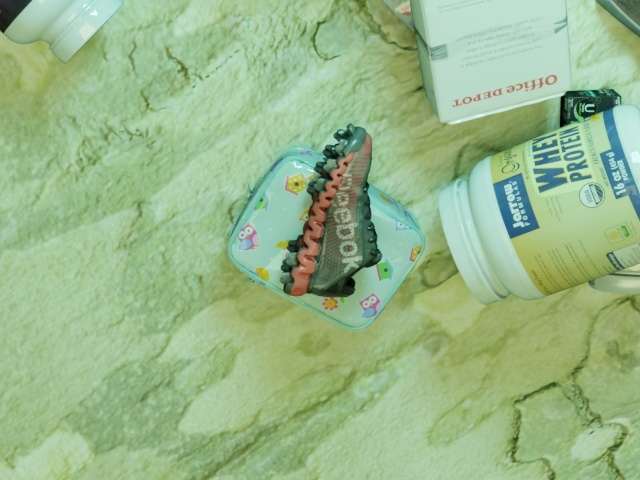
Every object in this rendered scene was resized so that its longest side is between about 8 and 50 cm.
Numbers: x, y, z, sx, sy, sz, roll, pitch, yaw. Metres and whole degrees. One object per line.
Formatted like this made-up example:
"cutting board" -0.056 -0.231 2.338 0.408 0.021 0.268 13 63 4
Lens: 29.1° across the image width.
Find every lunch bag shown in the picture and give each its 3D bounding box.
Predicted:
"lunch bag" 0.144 -0.354 1.829 0.083 0.053 0.071 39 105 -23
"lunch bag" 0.000 0.000 1.913 0.279 0.108 0.224 31 106 -10

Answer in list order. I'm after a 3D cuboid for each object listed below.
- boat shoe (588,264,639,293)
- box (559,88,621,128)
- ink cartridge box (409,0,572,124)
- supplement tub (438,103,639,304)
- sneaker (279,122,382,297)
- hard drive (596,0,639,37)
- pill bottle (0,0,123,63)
"boat shoe" 0.602 -0.006 1.920 0.367 0.136 0.156 0 105 9
"box" 0.412 -0.196 1.885 0.083 0.052 0.062 -2 109 -1
"ink cartridge box" 0.235 -0.331 1.755 0.207 0.117 0.283 -15 127 -2
"supplement tub" 0.356 -0.045 1.825 0.316 0.228 0.228 -22 108 20
"sneaker" 0.038 -0.033 1.793 0.135 0.097 0.276 17 110 -6
"hard drive" 0.554 -0.343 1.815 0.255 0.054 0.172 34 114 -3
"pill bottle" -0.437 -0.405 1.733 0.181 0.181 0.323 -44 104 12
